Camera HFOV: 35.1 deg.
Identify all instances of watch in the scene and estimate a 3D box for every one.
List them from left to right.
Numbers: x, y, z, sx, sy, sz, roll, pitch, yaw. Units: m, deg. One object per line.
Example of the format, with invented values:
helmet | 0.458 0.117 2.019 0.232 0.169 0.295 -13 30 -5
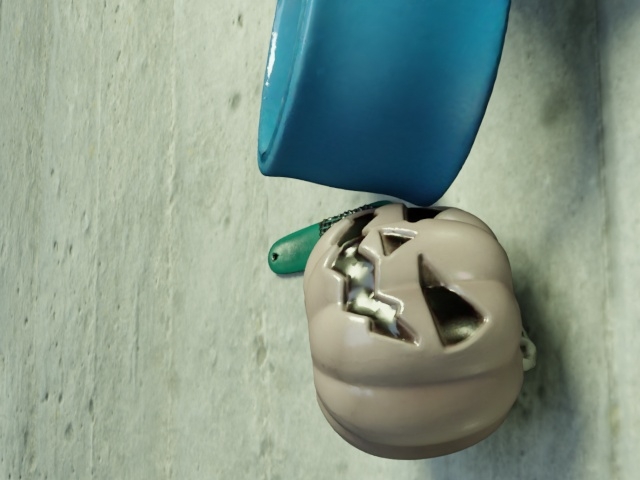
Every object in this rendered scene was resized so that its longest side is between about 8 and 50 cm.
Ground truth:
watch | 0.032 -0.181 0.753 0.305 0.241 0.274 -99 20 -69

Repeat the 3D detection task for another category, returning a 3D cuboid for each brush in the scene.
brush | 0.000 0.000 0.913 0.193 0.032 0.043 -17 72 49

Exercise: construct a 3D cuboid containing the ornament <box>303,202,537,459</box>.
ornament | 0.071 0.061 0.701 0.177 0.177 0.177 -10 77 52
